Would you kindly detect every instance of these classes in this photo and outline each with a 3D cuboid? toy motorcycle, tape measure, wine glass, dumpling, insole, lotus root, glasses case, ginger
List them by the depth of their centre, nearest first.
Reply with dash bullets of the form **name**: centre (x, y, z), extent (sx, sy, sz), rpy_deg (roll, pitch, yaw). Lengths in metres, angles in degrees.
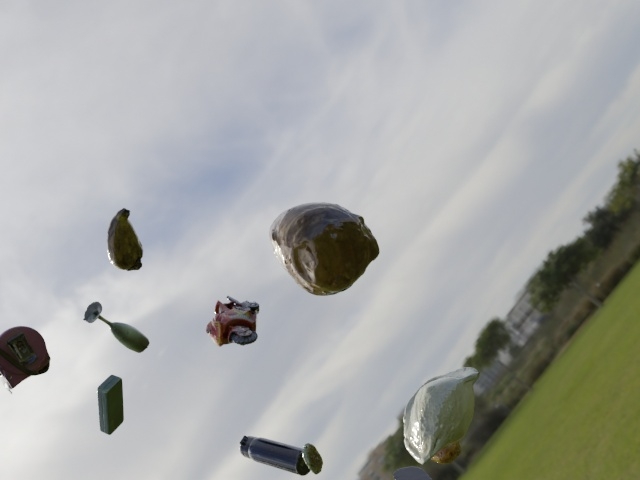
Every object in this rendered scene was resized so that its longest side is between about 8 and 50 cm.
- **dumpling**: centre (0.234, 0.355, 1.679), extent (0.166, 0.126, 0.216), rpy_deg (-16, 59, 55)
- **tape measure**: centre (-0.643, 0.246, 1.747), extent (0.118, 0.125, 0.074), rpy_deg (-39, 9, -35)
- **insole**: centre (0.249, 0.593, 1.836), extent (0.109, 0.322, 0.007), rpy_deg (-8, -74, -16)
- **ginger**: centre (-0.004, 0.000, 1.926), extent (0.200, 0.269, 0.223), rpy_deg (-17, -27, -33)
- **wine glass**: centre (-0.533, 0.232, 2.148), extent (0.066, 0.066, 0.198), rpy_deg (-49, -44, -6)
- **lotus root**: centre (-0.557, -0.006, 2.300), extent (0.108, 0.094, 0.191), rpy_deg (-79, -16, -62)
- **glasses case**: centre (-0.637, 0.499, 2.482), extent (0.078, 0.039, 0.184), rpy_deg (-48, -29, -52)
- **toy motorcycle**: centre (-0.275, 0.258, 2.596), extent (0.298, 0.171, 0.089), rpy_deg (-98, 3, -72)

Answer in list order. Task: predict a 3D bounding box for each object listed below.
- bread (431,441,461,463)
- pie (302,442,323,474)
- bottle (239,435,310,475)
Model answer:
- **bread**: centre (0.286, 0.481, 1.892), extent (0.081, 0.046, 0.083), rpy_deg (-28, 29, 7)
- **pie**: centre (-0.019, 0.552, 2.068), extent (0.020, 0.084, 0.084), rpy_deg (-32, -11, 15)
- **bottle**: centre (-0.129, 0.610, 2.331), extent (0.072, 0.244, 0.082), rpy_deg (-57, -48, -30)
